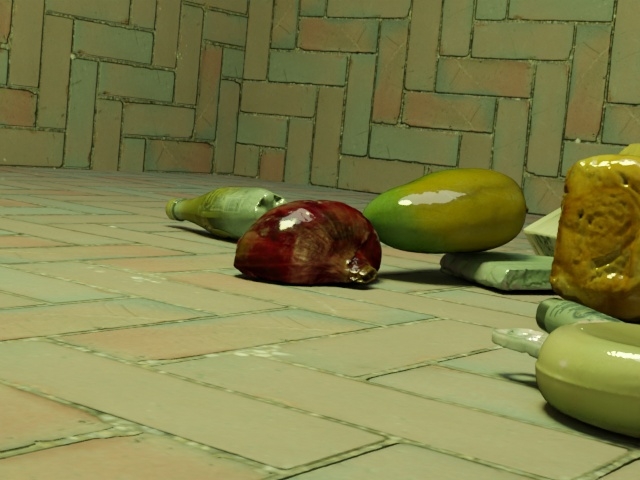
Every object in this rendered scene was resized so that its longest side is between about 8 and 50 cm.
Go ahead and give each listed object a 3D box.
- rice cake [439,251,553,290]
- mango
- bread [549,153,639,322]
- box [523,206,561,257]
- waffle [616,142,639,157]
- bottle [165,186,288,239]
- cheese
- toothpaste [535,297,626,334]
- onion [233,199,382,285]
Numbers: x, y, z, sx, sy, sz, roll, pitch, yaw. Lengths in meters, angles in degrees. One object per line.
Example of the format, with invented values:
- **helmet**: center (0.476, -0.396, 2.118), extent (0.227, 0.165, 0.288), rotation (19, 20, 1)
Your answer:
- **rice cake**: center (0.277, 0.042, 1.508), extent (0.198, 0.037, 0.189), rotation (3, 5, -23)
- **mango**: center (0.169, -0.040, 1.485), extent (0.251, 0.114, 0.156), rotation (-2, 16, -44)
- **bread**: center (0.331, 0.005, 1.202), extent (0.132, 0.167, 0.294), rotation (-3, -5, 22)
- **box**: center (0.419, -0.021, 1.685), extent (0.164, 0.069, 0.256), rotation (-30, 4, -1)
- **waffle**: center (0.560, -0.039, 1.677), extent (0.274, 0.057, 0.168), rotation (47, 1, -5)
- **bottle**: center (-0.156, -0.044, 1.759), extent (0.083, 0.083, 0.269), rotation (1, 2, -40)
- **cheese**: center (0.203, 0.091, 0.808), extent (0.137, 0.065, 0.227), rotation (4, 4, -27)
- **toothpaste**: center (0.258, 0.089, 1.000), extent (0.062, 0.039, 0.239), rotation (-8, 9, -13)
- **onion**: center (0.000, 0.000, 1.357), extent (0.151, 0.098, 0.205), rotation (8, 5, 40)
